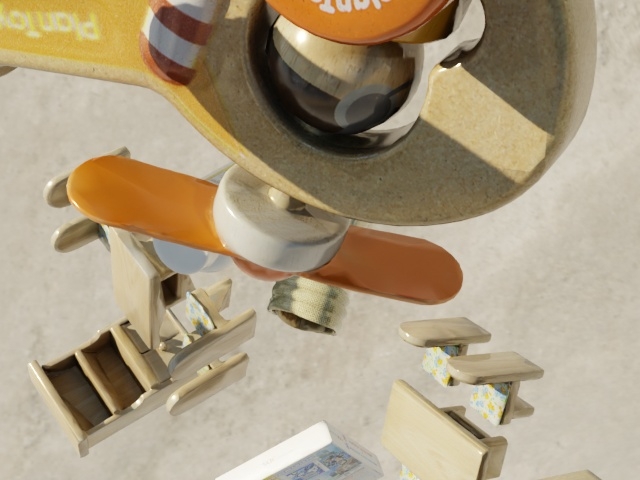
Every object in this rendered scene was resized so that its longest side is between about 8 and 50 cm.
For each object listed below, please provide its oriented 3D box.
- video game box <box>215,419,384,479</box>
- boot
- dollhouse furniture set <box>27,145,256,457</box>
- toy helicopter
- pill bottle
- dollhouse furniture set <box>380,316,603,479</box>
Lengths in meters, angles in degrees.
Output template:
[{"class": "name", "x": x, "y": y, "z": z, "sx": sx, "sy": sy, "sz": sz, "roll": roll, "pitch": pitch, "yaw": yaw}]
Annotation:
[{"class": "video game box", "x": -0.031, "y": 0.371, "z": 1.561, "sx": 0.205, "sy": 0.187, "sz": 0.048, "roll": -30, "pitch": 53, "yaw": 12}, {"class": "boot", "x": 0.000, "y": 0.000, "z": 1.114, "sx": 0.095, "sy": 0.262, "sz": 0.203, "roll": 19, "pitch": 86, "yaw": -13}, {"class": "dollhouse furniture set", "x": -0.318, "y": 0.134, "z": 1.565, "sx": 0.256, "sy": 0.394, "sz": 0.362, "roll": -29, "pitch": 65, "yaw": -25}, {"class": "toy helicopter", "x": -0.059, "y": -0.082, "z": 0.441, "sx": 0.355, "sy": 0.140, "sz": 0.235, "roll": 9, "pitch": 125, "yaw": 27}, {"class": "pill bottle", "x": -0.127, "y": -0.032, "z": 1.312, "sx": 0.117, "sy": 0.215, "sz": 0.117, "roll": 10, "pitch": 114, "yaw": 23}, {"class": "dollhouse furniture set", "x": 0.113, "y": 0.213, "z": 0.886, "sx": 0.242, "sy": 0.161, "sz": 0.212, "roll": 34, "pitch": 120, "yaw": 52}]
